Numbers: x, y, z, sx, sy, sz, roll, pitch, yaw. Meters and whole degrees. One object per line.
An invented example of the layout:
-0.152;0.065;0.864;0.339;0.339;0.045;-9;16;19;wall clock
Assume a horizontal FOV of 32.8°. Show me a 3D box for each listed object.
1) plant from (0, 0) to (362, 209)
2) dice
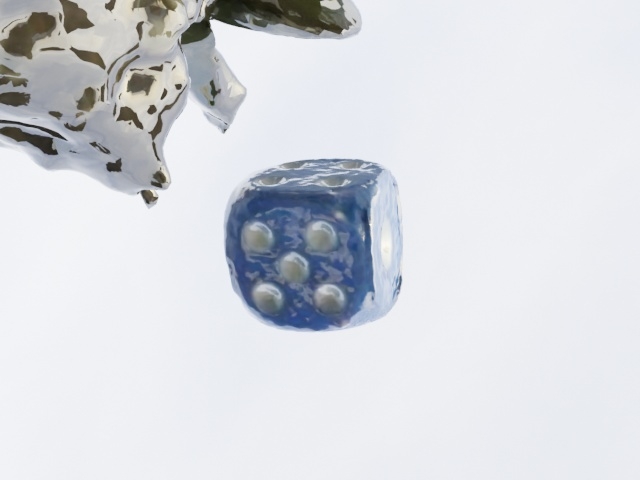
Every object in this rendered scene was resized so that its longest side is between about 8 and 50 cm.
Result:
-0.113;-0.124;0.479;0.199;0.276;0.188;17;-91;27;plant
0.000;0.000;1.034;0.146;0.146;0.143;-1;-73;20;dice
